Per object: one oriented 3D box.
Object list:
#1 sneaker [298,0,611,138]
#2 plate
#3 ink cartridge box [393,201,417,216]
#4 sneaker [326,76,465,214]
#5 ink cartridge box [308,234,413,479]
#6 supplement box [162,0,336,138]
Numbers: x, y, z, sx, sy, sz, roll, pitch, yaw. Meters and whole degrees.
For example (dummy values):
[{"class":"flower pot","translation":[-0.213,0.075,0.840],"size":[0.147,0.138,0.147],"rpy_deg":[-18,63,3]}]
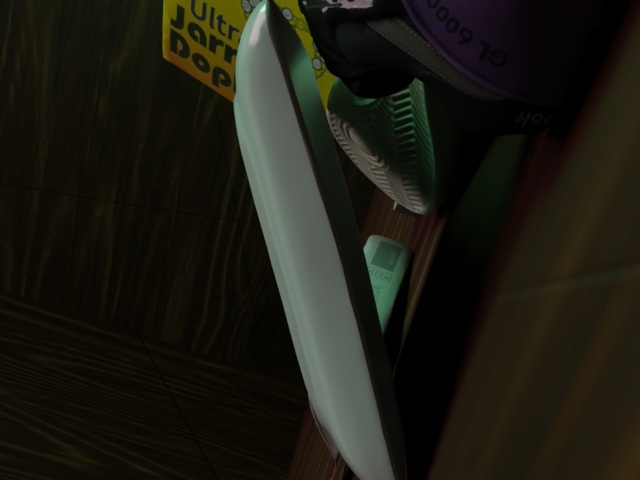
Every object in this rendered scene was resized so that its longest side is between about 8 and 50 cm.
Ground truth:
[{"class":"sneaker","translation":[0.008,-0.140,0.420],"size":[0.107,0.283,0.124],"rpy_deg":[-15,-51,-37]},{"class":"plate","translation":[0.000,0.000,0.559],"size":[0.277,0.045,0.278],"rpy_deg":[-59,-45,-82]},{"class":"ink cartridge box","translation":[0.112,-0.090,0.931],"size":[0.063,0.029,0.115],"rpy_deg":[104,-176,-70]},{"class":"sneaker","translation":[0.091,-0.149,0.634],"size":[0.148,0.131,0.350],"rpy_deg":[-45,-20,-17]},{"class":"ink cartridge box","translation":[0.025,0.129,0.835],"size":[0.181,0.056,0.224],"rpy_deg":[-60,-11,-62]},{"class":"supplement box","translation":[0.033,-0.290,0.828],"size":[0.356,0.194,0.195],"rpy_deg":[-48,-14,-32]}]
